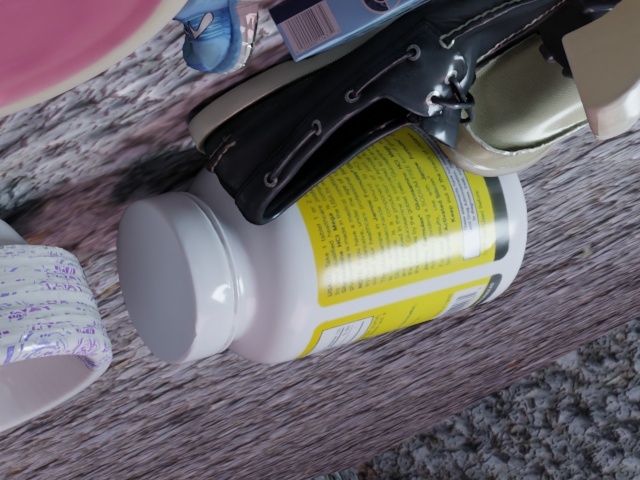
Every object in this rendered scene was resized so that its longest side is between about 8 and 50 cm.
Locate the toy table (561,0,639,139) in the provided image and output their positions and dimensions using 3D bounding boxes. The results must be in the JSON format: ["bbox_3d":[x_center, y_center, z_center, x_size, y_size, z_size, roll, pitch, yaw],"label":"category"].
[{"bbox_3d":[0.216,-0.181,1.079,0.161,0.274,0.252,-18,123,10],"label":"toy table"}]

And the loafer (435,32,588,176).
[{"bbox_3d":[0.211,-0.143,1.524,0.268,0.102,0.092,-28,164,-30],"label":"loafer"}]

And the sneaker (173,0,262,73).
[{"bbox_3d":[-0.077,-0.160,1.111,0.073,0.063,0.162,-2,157,-11],"label":"sneaker"}]

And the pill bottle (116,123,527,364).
[{"bbox_3d":[0.000,0.000,1.521,0.334,0.188,0.188,-14,163,-31],"label":"pill bottle"}]

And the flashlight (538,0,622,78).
[{"bbox_3d":[0.324,-0.201,1.492,0.304,0.103,0.103,-10,166,-26],"label":"flashlight"}]

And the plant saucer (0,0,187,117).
[{"bbox_3d":[-0.189,-0.144,0.910,0.332,0.084,0.332,-22,167,-5],"label":"plant saucer"}]

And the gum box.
[{"bbox_3d":[0.058,-0.176,1.152,0.157,0.041,0.184,-27,-175,12],"label":"gum box"}]

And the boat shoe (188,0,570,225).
[{"bbox_3d":[0.063,-0.114,1.347,0.340,0.113,0.127,-25,167,10],"label":"boat shoe"}]

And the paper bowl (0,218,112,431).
[{"bbox_3d":[-0.322,0.078,1.388,0.284,0.148,0.284,-22,166,-6],"label":"paper bowl"}]
